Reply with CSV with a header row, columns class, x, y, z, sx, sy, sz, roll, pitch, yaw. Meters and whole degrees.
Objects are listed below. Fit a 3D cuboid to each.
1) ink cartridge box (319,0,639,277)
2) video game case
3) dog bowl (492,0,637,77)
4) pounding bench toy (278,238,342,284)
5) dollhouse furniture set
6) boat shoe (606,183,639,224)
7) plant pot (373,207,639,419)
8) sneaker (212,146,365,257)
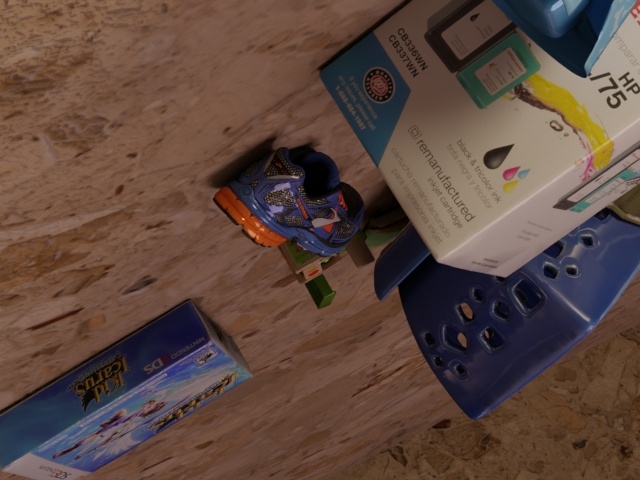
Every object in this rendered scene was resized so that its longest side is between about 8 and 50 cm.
class,x,y,z,sx,sy,sz,roll,pitch,yaw
ink cartridge box,0.185,-0.129,1.203,0.270,0.198,0.197,-37,162,17
video game case,-0.224,0.184,1.645,0.269,0.061,0.244,-31,165,-1
dog bowl,0.141,-0.211,0.964,0.074,0.166,0.297,-44,162,5
pounding bench toy,0.000,0.000,1.512,0.083,0.052,0.065,-30,164,-3
dollhouse furniture set,0.052,0.018,1.645,0.152,0.058,0.076,-24,163,-23
boat shoe,0.285,-0.105,1.498,0.302,0.103,0.113,25,134,-26
plant pot,0.209,0.017,1.585,0.236,0.212,0.236,-43,177,-43
sneaker,-0.007,-0.040,1.341,0.087,0.083,0.221,-45,163,18
